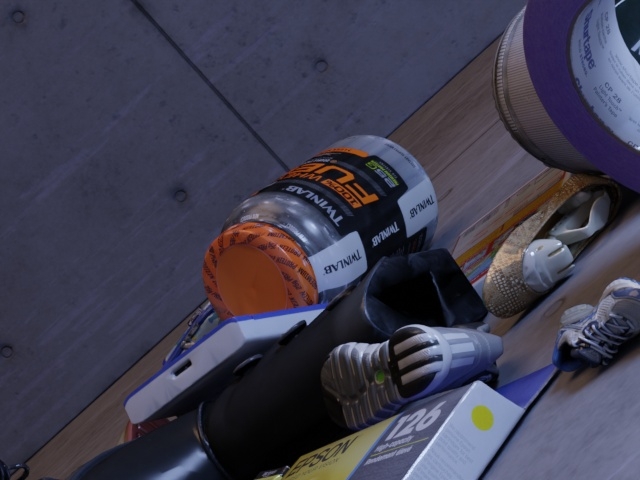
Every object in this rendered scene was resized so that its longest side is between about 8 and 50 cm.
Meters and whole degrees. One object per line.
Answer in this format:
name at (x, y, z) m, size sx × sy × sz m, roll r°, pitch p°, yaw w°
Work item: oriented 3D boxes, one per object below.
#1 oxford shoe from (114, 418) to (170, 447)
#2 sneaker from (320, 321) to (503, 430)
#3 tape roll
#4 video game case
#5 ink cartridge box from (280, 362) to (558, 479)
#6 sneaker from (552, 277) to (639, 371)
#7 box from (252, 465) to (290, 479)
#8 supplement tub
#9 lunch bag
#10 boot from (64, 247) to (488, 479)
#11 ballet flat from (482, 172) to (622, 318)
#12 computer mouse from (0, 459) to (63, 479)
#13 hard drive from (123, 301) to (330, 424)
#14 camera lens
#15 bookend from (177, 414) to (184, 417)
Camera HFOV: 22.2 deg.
oxford shoe at (-0.252, 0.328, 2.182) m, size 0.130 × 0.123 × 0.348 m, roll -46°, pitch 5°, yaw 13°
sneaker at (0.100, 0.128, 1.567) m, size 0.132 × 0.086 × 0.228 m, roll -6°, pitch -9°, yaw -28°
tape roll at (0.312, -0.160, 1.385) m, size 0.090 × 0.275 × 0.275 m, roll -47°, pitch 8°, yaw -36°
video game case at (0.224, -0.003, 1.947) m, size 0.204 × 0.025 × 0.285 m, roll -39°, pitch 8°, yaw 25°
ink cartridge box at (0.036, 0.224, 1.453) m, size 0.307 × 0.072 × 0.303 m, roll -50°, pitch 10°, yaw -36°
sneaker at (0.236, 0.077, 1.347) m, size 0.058 × 0.052 × 0.135 m, roll -58°, pitch 7°, yaw -30°
box at (-0.103, 0.327, 1.623) m, size 0.232 × 0.058 × 0.087 m, roll -45°, pitch 7°, yaw -26°
supplement tub at (0.000, 0.000, 2.224) m, size 0.207 × 0.207 × 0.338 m, roll -36°, pitch 0°, yaw 39°
lunch bag at (-0.153, 0.167, 2.485) m, size 0.176 × 0.090 × 0.219 m, roll -55°, pitch -12°, yaw 12°
boot at (-0.061, 0.195, 1.773) m, size 0.445 × 0.146 × 0.367 m, roll -34°, pitch 3°, yaw 35°
ballet flat at (0.242, 0.000, 1.673) m, size 0.067 × 0.073 × 0.206 m, roll -6°, pitch 39°, yaw 54°
computer mouse at (-0.249, 0.293, 1.587) m, size 0.188 × 0.272 × 0.072 m, roll -49°, pitch 37°, yaw 44°
hard drive at (-0.068, 0.144, 2.022) m, size 0.210 × 0.040 × 0.318 m, roll -38°, pitch -18°, yaw 31°
camera lens at (0.312, -0.179, 1.727) m, size 0.219 × 0.219 × 0.274 m, roll -43°, pitch 7°, yaw -6°
bookend at (-0.112, 0.210, 2.294) m, size 0.156 × 0.072 × 0.157 m, roll -44°, pitch 7°, yaw -20°
